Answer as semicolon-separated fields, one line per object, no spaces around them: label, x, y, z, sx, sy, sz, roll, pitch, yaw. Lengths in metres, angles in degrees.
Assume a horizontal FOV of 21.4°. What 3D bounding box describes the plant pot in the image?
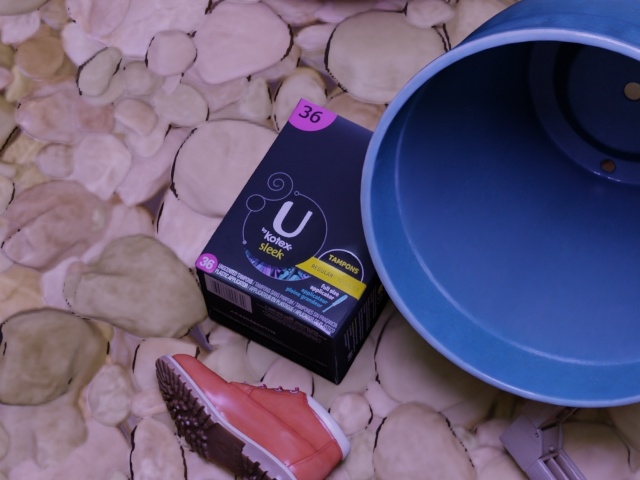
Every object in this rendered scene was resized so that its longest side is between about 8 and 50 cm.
plant pot;0.197;-0.066;1.187;0.272;0.271;0.255;20;34;12

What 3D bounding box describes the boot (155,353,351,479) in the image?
boot;-0.051;0.128;1.247;0.158;0.059;0.085;40;56;23

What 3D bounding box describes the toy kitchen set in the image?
toy kitchen set;0.192;0.138;1.220;0.068;0.083;0.075;-11;57;-49

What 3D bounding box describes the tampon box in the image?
tampon box;0.000;0.000;1.269;0.120;0.101;0.161;26;69;13
